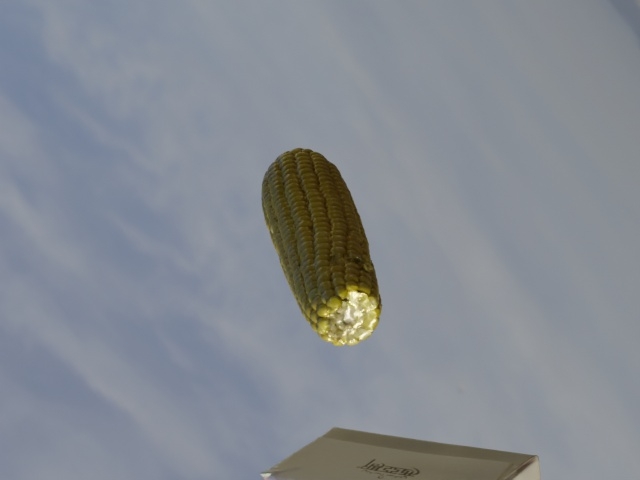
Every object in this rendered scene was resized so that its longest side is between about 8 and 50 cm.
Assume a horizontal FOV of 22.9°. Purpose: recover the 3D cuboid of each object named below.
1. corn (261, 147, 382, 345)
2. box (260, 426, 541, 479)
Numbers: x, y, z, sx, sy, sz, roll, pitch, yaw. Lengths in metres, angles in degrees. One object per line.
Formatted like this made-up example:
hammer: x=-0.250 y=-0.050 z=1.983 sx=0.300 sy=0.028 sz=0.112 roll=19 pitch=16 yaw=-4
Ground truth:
corn: x=0.000 y=0.000 z=1.141 sx=0.067 sy=0.067 sz=0.206 roll=43 pitch=-165 yaw=-33
box: x=0.081 y=0.306 z=1.303 sx=0.116 sy=0.203 sz=0.274 roll=-28 pitch=-65 yaw=-49
